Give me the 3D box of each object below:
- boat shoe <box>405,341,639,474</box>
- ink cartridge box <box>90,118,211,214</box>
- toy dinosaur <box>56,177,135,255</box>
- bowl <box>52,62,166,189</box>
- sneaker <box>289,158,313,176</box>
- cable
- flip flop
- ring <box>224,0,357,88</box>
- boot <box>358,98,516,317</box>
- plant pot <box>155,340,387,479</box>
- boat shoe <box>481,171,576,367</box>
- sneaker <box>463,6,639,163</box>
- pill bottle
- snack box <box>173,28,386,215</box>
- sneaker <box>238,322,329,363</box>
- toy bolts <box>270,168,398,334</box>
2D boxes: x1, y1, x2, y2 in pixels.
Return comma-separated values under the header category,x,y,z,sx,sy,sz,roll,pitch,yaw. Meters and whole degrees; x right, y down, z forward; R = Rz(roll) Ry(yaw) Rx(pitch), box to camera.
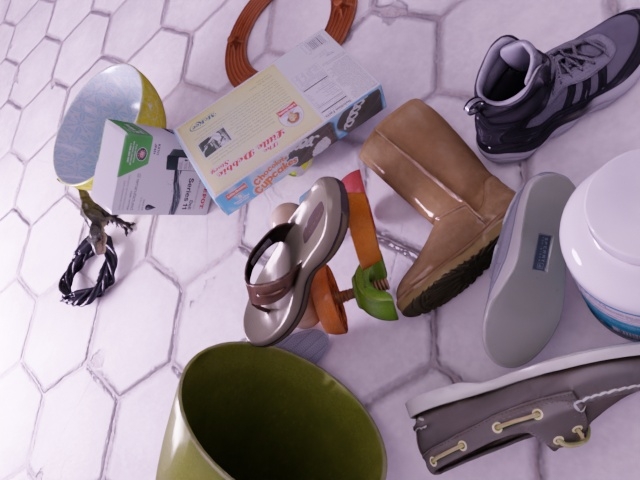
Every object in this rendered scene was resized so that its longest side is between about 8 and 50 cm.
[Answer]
category,x,y,z,sx,sy,sz,roll,pitch,yaw
boat shoe,0.241,0.188,0.569,0.304,0.109,0.091,-27,60,29
ink cartridge box,-0.300,-0.130,0.960,0.086,0.208,0.153,31,111,35
toy dinosaur,-0.489,-0.056,1.130,0.064,0.118,0.268,-50,53,6
bowl,-0.436,-0.225,1.137,0.289,0.156,0.290,-12,66,29
sneaker,-0.093,-0.203,0.959,0.240,0.091,0.126,26,75,30
cable,-0.521,0.077,1.152,0.184,0.047,0.150,-48,59,5
flip flop,-0.051,0.031,0.649,0.277,0.080,0.112,-58,41,39
ring,-0.076,-0.451,1.068,0.336,0.032,0.337,-12,67,29
boot,0.140,-0.054,0.743,0.236,0.089,0.270,-38,56,0
plant pot,-0.102,0.334,0.664,0.274,0.274,0.294,41,112,37
boat shoe,0.243,0.034,0.603,0.079,0.081,0.228,13,96,7
sneaker,0.305,-0.220,0.652,0.268,0.153,0.101,-39,56,15
pill bottle,0.315,0.010,0.486,0.146,0.264,0.146,-12,66,28
snack box,-0.073,-0.205,0.863,0.321,0.060,0.187,-34,58,-2
sneaker,-0.107,0.186,0.806,0.258,0.094,0.091,-30,31,8
toy bolts,0.000,0.000,0.726,0.158,0.218,0.229,-15,51,7
